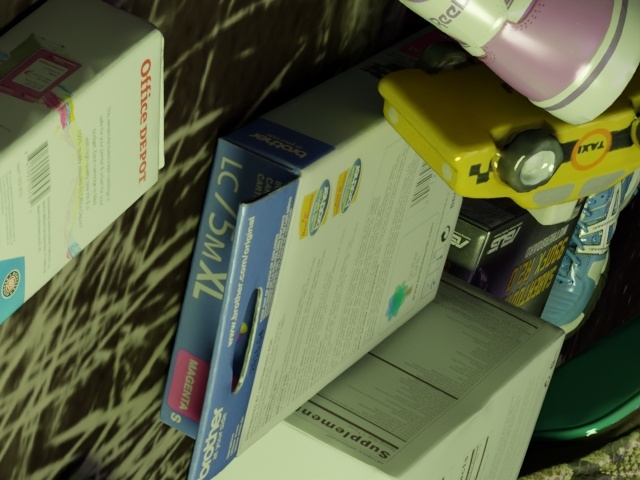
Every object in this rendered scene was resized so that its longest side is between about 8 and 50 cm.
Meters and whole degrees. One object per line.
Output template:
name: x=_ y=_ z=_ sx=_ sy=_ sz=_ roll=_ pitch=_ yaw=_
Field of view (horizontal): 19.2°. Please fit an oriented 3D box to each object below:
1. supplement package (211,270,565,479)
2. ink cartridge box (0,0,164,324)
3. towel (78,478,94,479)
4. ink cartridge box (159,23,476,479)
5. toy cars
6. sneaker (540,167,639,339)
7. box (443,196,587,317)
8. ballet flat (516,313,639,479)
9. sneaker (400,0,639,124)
supplement package: x=0.034 y=0.126 z=1.223 sx=0.244 sy=0.139 sz=0.134 roll=-32 pitch=142 yaw=-53
ink cartridge box: x=-0.119 y=-0.034 z=0.775 sx=0.122 sy=0.052 sz=0.088 roll=-45 pitch=153 yaw=-38
towel: x=-0.128 y=0.170 z=1.037 sx=0.067 sy=0.029 sz=0.119 roll=-58 pitch=159 yaw=-13
ink cartridge box: x=0.000 y=0.000 z=1.094 sx=0.311 sy=0.065 sz=0.186 roll=-37 pitch=146 yaw=-56
toy cars: x=0.156 y=-0.117 z=1.133 sx=0.394 sy=0.176 sz=0.087 roll=-60 pitch=165 yaw=-50
sneaker: x=0.207 y=-0.016 z=1.576 sx=0.081 sy=0.080 sz=0.211 roll=41 pitch=67 yaw=-63
box: x=0.119 y=0.040 z=1.441 sx=0.231 sy=0.056 sz=0.183 roll=-22 pitch=135 yaw=-61
ballet flat: x=0.170 y=0.206 z=1.468 sx=0.482 sy=0.164 sz=0.182 roll=-25 pitch=102 yaw=-35
sneaker: x=0.093 y=-0.199 z=1.022 sx=0.102 sy=0.161 sz=0.282 roll=-49 pitch=-157 yaw=32
